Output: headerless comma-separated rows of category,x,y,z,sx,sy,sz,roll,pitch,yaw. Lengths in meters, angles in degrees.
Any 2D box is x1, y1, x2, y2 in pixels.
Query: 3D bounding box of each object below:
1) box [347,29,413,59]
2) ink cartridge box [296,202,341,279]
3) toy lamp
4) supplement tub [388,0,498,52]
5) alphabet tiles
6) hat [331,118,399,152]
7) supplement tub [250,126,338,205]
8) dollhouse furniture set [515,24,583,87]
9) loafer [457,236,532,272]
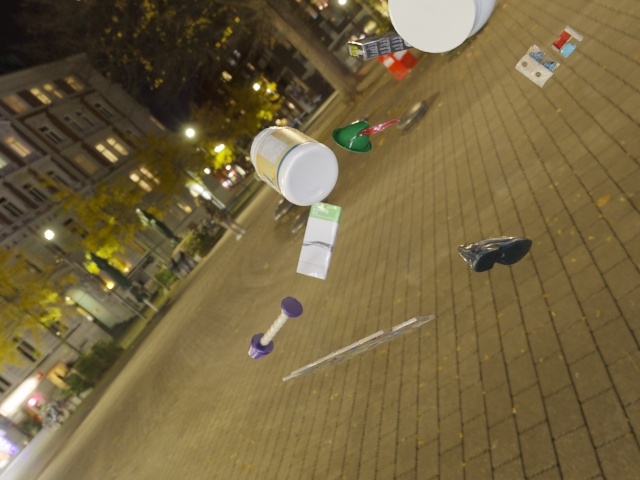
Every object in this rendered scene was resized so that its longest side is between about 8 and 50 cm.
box,0.260,-0.757,2.024,0.270,0.060,0.216,-17,25,-6
ink cartridge box,0.000,0.000,2.010,0.198,0.115,0.272,17,-94,-86
toy lamp,-0.147,0.282,1.654,0.274,0.080,0.080,-51,7,36
supplement tub,0.320,-0.625,1.257,0.241,0.241,0.331,-30,22,56
alphabet tiles,0.091,0.245,1.212,0.343,0.011,0.285,-29,-18,20
hat,0.173,-0.484,2.198,0.183,0.209,0.172,115,147,-41
supplement tub,-0.066,-0.178,1.218,0.144,0.144,0.200,-48,40,-2
dollhouse furniture set,0.841,-0.695,1.956,0.129,0.129,0.183,-46,-7,-42
loafer,0.348,0.014,1.049,0.061,0.170,0.062,45,133,46
